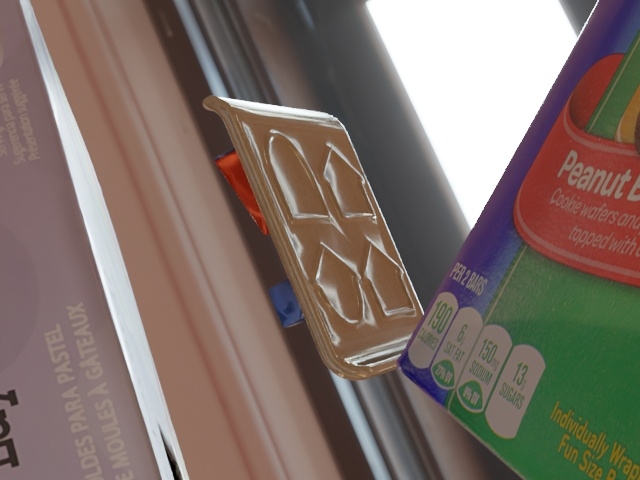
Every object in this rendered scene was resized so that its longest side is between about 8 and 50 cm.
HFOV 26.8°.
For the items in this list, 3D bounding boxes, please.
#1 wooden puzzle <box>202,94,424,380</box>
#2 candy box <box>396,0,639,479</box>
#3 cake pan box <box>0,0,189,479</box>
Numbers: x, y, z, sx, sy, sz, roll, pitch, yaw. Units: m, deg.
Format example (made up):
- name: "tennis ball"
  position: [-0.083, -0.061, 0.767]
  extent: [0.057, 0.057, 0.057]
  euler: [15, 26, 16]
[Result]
- name: "wooden puzzle"
  position: [0.000, 0.000, 1.546]
  extent: [0.080, 0.348, 0.322]
  euler: [-31, -10, 20]
- name: "candy box"
  position: [0.181, -0.044, 0.332]
  extent: [0.317, 0.122, 0.268]
  euler: [-60, 21, 2]
- name: "cake pan box"
  position: [-0.087, 0.062, 0.464]
  extent: [0.070, 0.267, 0.246]
  euler: [-18, -18, -5]
